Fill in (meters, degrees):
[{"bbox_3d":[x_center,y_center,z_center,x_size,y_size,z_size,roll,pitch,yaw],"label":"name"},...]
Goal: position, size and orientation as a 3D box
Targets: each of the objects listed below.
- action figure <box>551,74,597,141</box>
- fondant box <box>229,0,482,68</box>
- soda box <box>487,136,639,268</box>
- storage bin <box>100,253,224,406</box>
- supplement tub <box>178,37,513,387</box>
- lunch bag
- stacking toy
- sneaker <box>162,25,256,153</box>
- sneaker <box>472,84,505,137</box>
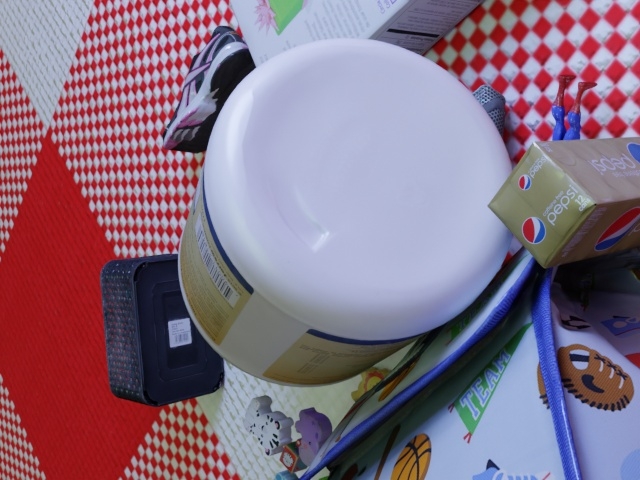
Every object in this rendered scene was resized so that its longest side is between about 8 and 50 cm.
[{"bbox_3d":[0.201,-0.076,0.708,0.038,0.030,0.115,34,124,45],"label":"action figure"},{"bbox_3d":[0.043,-0.294,0.799,0.330,0.096,0.238,-36,69,42],"label":"fondant box"},{"bbox_3d":[0.201,-0.032,0.600,0.061,0.181,0.058,52,129,28],"label":"soda box"},{"bbox_3d":[-0.200,0.109,1.090,0.084,0.122,0.180,-2,94,47],"label":"storage bin"},{"bbox_3d":[0.000,0.000,0.729,0.316,0.228,0.228,128,124,-67],"label":"supplement tub"},{"bbox_3d":[0.139,0.191,0.633,0.328,0.239,0.385,-51,25,39],"label":"lunch bag"},{"bbox_3d":[-0.018,0.235,0.881,0.052,0.167,0.221,39,121,37],"label":"stacking toy"},{"bbox_3d":[-0.135,-0.181,1.036,0.178,0.072,0.077,-46,50,31],"label":"sneaker"},{"bbox_3d":[0.109,-0.101,0.790,0.166,0.065,0.076,2,72,51],"label":"sneaker"}]
